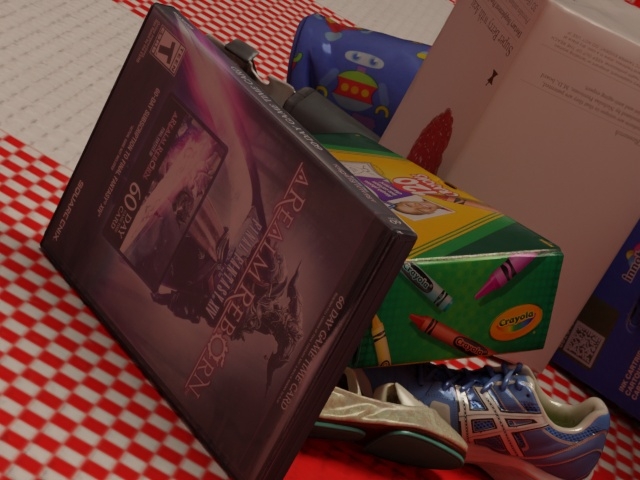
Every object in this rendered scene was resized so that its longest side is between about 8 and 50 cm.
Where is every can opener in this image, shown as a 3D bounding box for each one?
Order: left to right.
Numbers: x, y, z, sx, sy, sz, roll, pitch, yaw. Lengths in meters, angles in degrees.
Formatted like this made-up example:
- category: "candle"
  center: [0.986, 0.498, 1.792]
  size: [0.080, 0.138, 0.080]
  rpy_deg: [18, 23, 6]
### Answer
- category: "can opener"
  center: [-0.028, -0.093, 1.649]
  size: [0.283, 0.076, 0.095]
  rpy_deg: [37, 52, 20]

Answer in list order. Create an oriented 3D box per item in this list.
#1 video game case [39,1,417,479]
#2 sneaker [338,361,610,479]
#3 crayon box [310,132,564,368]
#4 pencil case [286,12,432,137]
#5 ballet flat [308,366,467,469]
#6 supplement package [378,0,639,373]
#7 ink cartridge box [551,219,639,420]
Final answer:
- category: "video game case"
  center: [-0.069, 0.000, 1.113]
  size: [0.026, 0.196, 0.274]
  rpy_deg: [7, 29, -45]
- category: "sneaker"
  center: [0.109, 0.116, 1.258]
  size: [0.211, 0.081, 0.080]
  rpy_deg: [22, 22, -16]
- category: "crayon box"
  center: [0.026, -0.001, 1.296]
  size: [0.165, 0.081, 0.278]
  rpy_deg: [-4, 22, -32]
- category: "pencil case"
  center: [0.106, -0.126, 1.718]
  size: [0.306, 0.133, 0.119]
  rpy_deg: [16, -7, 11]
- category: "ballet flat"
  center: [0.032, 0.113, 1.175]
  size: [0.168, 0.057, 0.052]
  rpy_deg: [17, 62, -31]
- category: "supplement package"
  center: [0.165, -0.071, 1.486]
  size: [0.175, 0.293, 0.177]
  rpy_deg: [22, 20, -20]
- category: "ink cartridge box"
  center: [0.363, 0.019, 1.583]
  size: [0.151, 0.270, 0.395]
  rpy_deg: [35, 19, 30]
